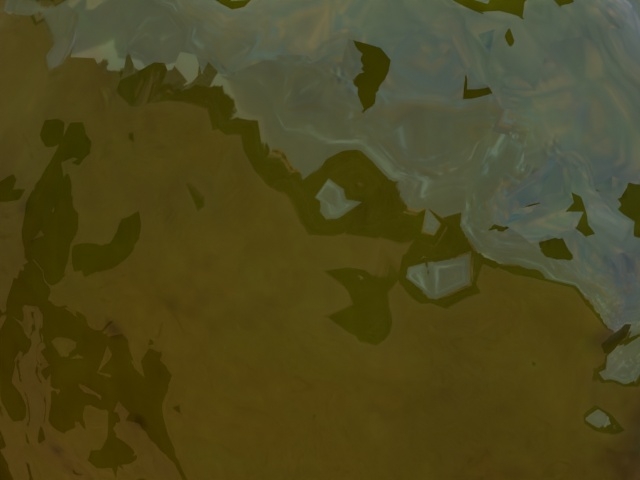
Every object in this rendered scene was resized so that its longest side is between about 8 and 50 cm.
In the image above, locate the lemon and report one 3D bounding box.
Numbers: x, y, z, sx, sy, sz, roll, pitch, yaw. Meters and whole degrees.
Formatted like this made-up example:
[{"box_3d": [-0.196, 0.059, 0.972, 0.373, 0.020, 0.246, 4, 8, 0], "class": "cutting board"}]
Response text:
[{"box_3d": [-0.004, -0.003, 0.540, 0.285, 0.285, 0.316, 34, -25, -7], "class": "lemon"}]
